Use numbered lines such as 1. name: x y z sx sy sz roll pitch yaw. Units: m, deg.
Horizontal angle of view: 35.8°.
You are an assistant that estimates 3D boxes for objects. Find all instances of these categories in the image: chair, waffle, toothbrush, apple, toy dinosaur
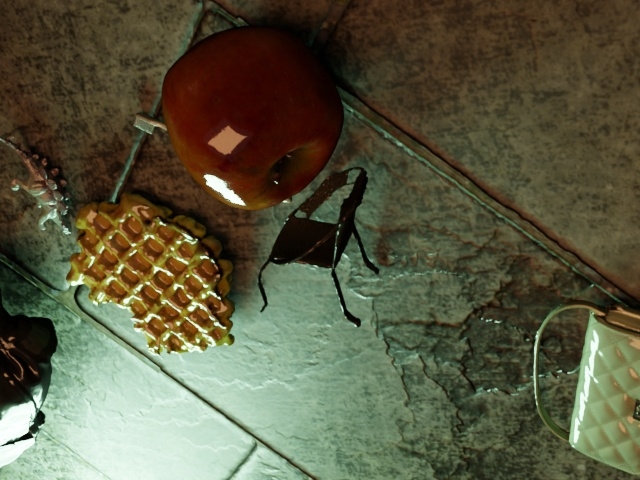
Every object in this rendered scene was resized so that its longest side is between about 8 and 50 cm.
1. chair: 0.000 0.000 1.343 0.149 0.174 0.213 12 135 13
2. waffle: -0.264 0.061 1.569 0.300 0.058 0.282 23 125 12
3. toothbrush: -0.154 -0.121 1.427 0.263 0.022 0.026 27 113 8
4. apple: -0.089 -0.163 1.259 0.230 0.230 0.230 12 124 18
5. toy dinosaur: -0.446 -0.091 1.565 0.082 0.039 0.209 -12 124 27

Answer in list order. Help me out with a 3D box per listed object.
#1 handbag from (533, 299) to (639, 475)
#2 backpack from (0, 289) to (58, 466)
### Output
1. handbag: 0.392 0.197 1.340 0.219 0.079 0.256 14 123 21
2. backpack: -0.611 0.217 1.708 0.363 0.255 0.445 47 141 -7
